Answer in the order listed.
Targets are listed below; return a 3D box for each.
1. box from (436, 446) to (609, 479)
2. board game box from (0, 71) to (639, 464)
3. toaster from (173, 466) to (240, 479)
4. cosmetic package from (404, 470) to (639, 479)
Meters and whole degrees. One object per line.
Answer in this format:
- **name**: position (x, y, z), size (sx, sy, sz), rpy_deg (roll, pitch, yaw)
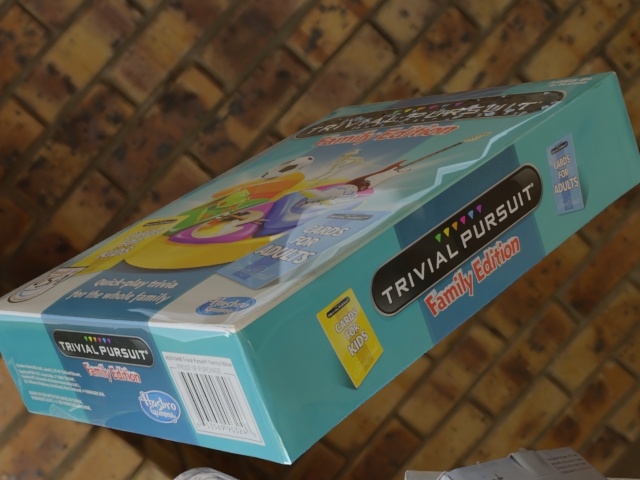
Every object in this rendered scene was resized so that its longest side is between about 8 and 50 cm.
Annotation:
- **box**: position (0.182, 0.263, 0.808), size (0.126, 0.231, 0.262), rpy_deg (-55, 154, 14)
- **board game box**: position (0.000, 0.000, 0.736), size (0.254, 0.079, 0.336), rpy_deg (-1, -154, 48)
- **toaster**: position (-0.045, 0.265, 0.865), size (0.227, 0.129, 0.146), rpy_deg (19, -105, 23)
- **cosmetic package**: position (0.196, 0.278, 1.140), size (0.060, 0.239, 0.098), rpy_deg (-92, -175, -55)
